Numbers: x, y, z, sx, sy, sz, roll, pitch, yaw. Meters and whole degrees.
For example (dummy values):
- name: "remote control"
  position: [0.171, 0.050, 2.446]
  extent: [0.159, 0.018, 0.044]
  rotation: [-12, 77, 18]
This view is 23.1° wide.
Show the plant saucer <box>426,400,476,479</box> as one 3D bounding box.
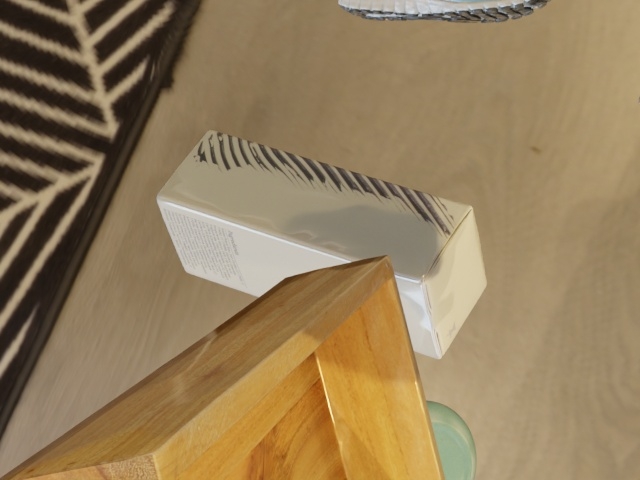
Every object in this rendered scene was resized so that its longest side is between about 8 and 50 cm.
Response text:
- name: "plant saucer"
  position: [0.090, 0.201, 1.374]
  extent: [0.119, 0.021, 0.119]
  rotation: [-2, 95, -25]

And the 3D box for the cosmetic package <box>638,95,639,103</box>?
- name: "cosmetic package"
  position: [0.317, -0.032, 0.809]
  extent: [0.224, 0.224, 0.138]
  rotation: [40, 96, -15]

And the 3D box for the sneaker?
- name: "sneaker"
  position: [0.093, -0.197, 1.141]
  extent: [0.162, 0.063, 0.073]
  rotation: [3, 91, 11]

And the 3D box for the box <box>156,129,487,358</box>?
- name: "box"
  position: [0.000, 0.000, 1.369]
  extent: [0.275, 0.113, 0.094]
  rotation: [18, 56, 27]

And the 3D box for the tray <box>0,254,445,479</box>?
- name: "tray"
  position: [-0.016, 0.144, 0.741]
  extent: [0.076, 0.411, 0.202]
  rotation: [-13, 96, 15]
